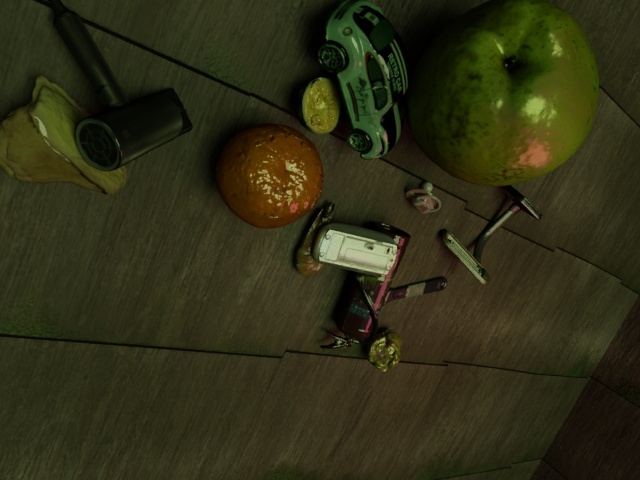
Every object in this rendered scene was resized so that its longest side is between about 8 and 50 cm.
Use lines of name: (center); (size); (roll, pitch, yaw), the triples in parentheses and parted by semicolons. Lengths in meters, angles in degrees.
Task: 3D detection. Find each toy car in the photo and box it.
toy car: (0.103, -0.293, 0.935); (0.136, 0.125, 0.305); (-56, 137, -35)

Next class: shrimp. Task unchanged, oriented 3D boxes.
shrimp: (0.000, 0.000, 1.098); (0.099, 0.041, 0.180); (5, 109, -40)

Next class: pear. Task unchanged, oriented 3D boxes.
pear: (0.349, -0.285, 0.983); (0.391, 0.391, 0.390); (-18, 123, -29)

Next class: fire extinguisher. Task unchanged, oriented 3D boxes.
fire extinguisher: (0.100, 0.125, 1.208); (0.142, 0.105, 0.341); (19, 104, -6)

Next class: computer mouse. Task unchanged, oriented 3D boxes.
computer mouse: (0.075, 0.021, 1.098); (0.199, 0.045, 0.102); (12, 104, -21)

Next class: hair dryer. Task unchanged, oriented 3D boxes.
hair dryer: (-0.298, -0.245, 0.718); (0.248, 0.078, 0.195); (64, 32, -19)

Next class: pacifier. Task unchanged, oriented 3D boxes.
pacifier: (0.259, -0.110, 1.223); (0.099, 0.082, 0.078); (46, 55, -43)

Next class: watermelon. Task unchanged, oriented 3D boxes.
watermelon: (-0.011, -0.252, 0.939); (0.106, 0.062, 0.105); (-14, 109, -47)

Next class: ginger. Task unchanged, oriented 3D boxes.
ginger: (-0.377, -0.116, 0.727); (0.123, 0.115, 0.193); (-30, 139, 6)

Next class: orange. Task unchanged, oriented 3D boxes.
orange: (-0.091, -0.114, 0.890); (0.193, 0.161, 0.193); (-8, 106, -28)

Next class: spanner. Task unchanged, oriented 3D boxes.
spanner: (0.239, 0.136, 1.367); (0.316, 0.024, 0.087); (-8, 112, -34)

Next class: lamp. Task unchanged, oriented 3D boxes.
lamp: (0.464, -0.047, 1.401); (0.203, 0.124, 0.283); (40, 89, -22)

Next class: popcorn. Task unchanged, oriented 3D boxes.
popcorn: (0.172, 0.295, 1.362); (0.097, 0.089, 0.109); (25, 88, -7)
